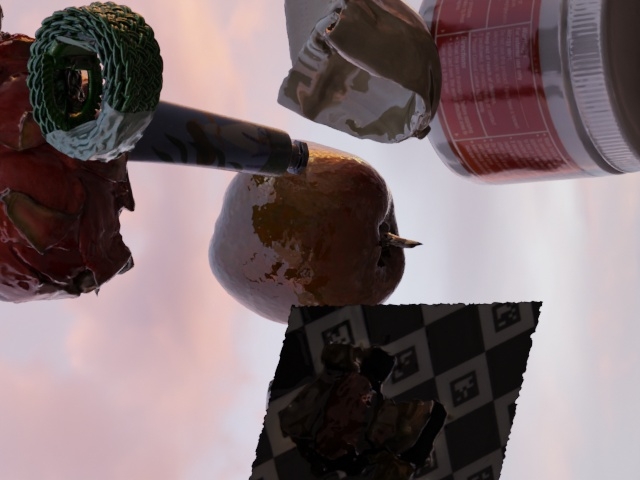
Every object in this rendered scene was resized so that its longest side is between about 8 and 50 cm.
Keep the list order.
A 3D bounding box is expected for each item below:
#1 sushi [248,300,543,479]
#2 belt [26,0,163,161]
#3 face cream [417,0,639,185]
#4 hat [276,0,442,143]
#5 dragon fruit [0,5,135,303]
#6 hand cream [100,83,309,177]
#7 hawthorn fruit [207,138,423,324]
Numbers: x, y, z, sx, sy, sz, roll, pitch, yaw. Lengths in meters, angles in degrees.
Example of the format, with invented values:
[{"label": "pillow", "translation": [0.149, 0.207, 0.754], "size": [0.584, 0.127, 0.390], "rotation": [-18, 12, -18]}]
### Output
[{"label": "sushi", "translation": [0.053, 0.178, 1.459], "size": [0.292, 0.059, 0.294], "rotation": [3, -70, -31]}, {"label": "belt", "translation": [-0.214, -0.144, 1.438], "size": [0.079, 0.121, 0.151], "rotation": [-30, -45, -55]}, {"label": "face cream", "translation": [0.204, -0.152, 1.350], "size": [0.201, 0.187, 0.201], "rotation": [7, -99, -53]}, {"label": "hat", "translation": [0.041, -0.173, 1.104], "size": [0.173, 0.144, 0.166], "rotation": [-66, 11, -13]}, {"label": "dragon fruit", "translation": [-0.347, -0.081, 1.673], "size": [0.277, 0.277, 0.342], "rotation": [-35, -72, -69]}, {"label": "hand cream", "translation": [-0.138, -0.117, 1.839], "size": [0.271, 0.058, 0.091], "rotation": [9, -97, -32]}, {"label": "hawthorn fruit", "translation": [0.000, 0.000, 2.202], "size": [0.268, 0.301, 0.268], "rotation": [12, -90, -71]}]
